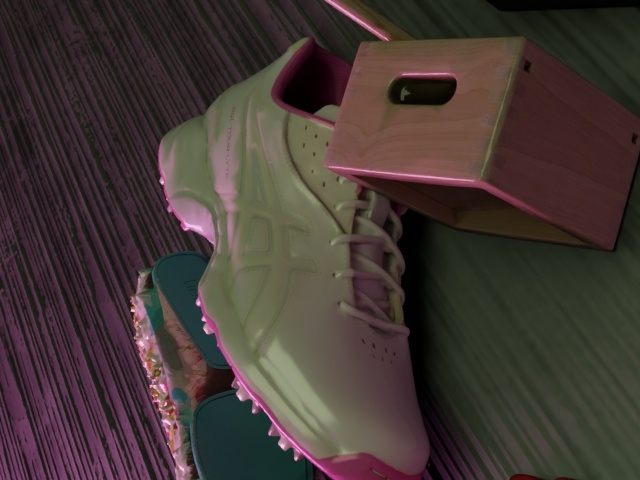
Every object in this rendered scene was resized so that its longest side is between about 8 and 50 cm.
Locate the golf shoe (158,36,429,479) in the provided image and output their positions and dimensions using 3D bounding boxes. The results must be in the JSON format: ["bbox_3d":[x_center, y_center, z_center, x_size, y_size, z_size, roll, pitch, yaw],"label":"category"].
[{"bbox_3d":[0.000,0.000,0.689,0.140,0.115,0.306,-44,47,19],"label":"golf shoe"}]

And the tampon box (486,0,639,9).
[{"bbox_3d":[0.139,-0.197,0.633,0.161,0.101,0.120,9,80,47],"label":"tampon box"}]

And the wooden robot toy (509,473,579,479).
[{"bbox_3d":[0.079,0.143,0.564,0.173,0.079,0.076,-7,68,44],"label":"wooden robot toy"}]

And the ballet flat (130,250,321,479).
[{"bbox_3d":[-0.059,0.107,0.739,0.241,0.091,0.077,-113,28,-44],"label":"ballet flat"}]

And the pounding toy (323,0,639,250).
[{"bbox_3d":[0.071,-0.067,0.626,0.141,0.130,0.100,10,80,48],"label":"pounding toy"}]
